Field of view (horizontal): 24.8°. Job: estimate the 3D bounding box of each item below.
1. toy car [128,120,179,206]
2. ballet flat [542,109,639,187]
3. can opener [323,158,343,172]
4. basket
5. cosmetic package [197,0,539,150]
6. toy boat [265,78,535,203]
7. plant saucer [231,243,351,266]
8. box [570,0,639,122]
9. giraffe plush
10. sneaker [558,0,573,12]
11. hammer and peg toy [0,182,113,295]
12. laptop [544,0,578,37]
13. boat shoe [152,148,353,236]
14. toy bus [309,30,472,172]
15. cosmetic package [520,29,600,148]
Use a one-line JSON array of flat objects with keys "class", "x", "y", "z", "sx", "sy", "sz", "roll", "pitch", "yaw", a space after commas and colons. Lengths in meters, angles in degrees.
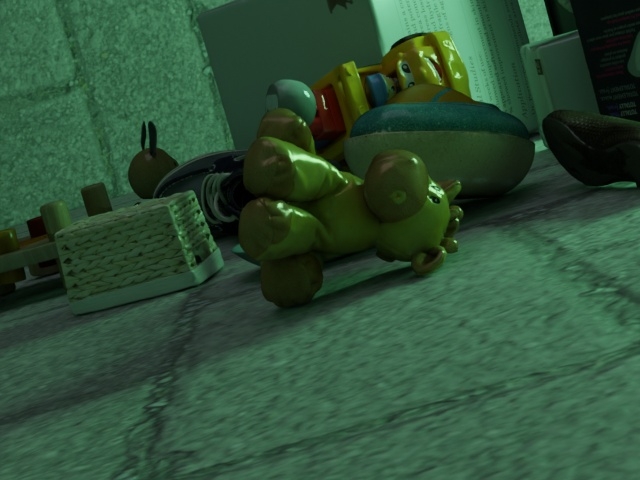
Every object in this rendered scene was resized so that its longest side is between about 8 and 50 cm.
[{"class": "toy car", "x": -0.244, "y": -0.101, "z": 2.311, "sx": 0.149, "sy": 0.188, "sz": 0.155, "roll": -18, "pitch": 8, "yaw": -16}, {"class": "ballet flat", "x": 0.301, "y": -0.099, "z": 1.487, "sx": 0.058, "sy": 0.084, "sz": 0.250, "roll": -33, "pitch": 16, "yaw": -11}, {"class": "can opener", "x": 0.072, "y": -0.074, "z": 1.832, "sx": 0.280, "sy": 0.093, "sz": 0.074, "roll": -13, "pitch": 5, "yaw": -11}, {"class": "basket", "x": -0.216, "y": 0.012, "z": 1.717, "sx": 0.167, "sy": 0.103, "sz": 0.113, "roll": -13, "pitch": 9, "yaw": 16}, {"class": "cosmetic package", "x": 0.090, "y": -0.261, "z": 2.237, "sx": 0.327, "sy": 0.329, "sz": 0.394, "roll": -10, "pitch": 9, "yaw": 40}, {"class": "toy boat", "x": 0.073, "y": -0.120, "z": 1.660, "sx": 0.318, "sy": 0.148, "sz": 0.267, "roll": -2, "pitch": -1, "yaw": 28}, {"class": "plant saucer", "x": 0.000, "y": 0.000, "z": 1.597, "sx": 0.195, "sy": 0.037, "sz": 0.195, "roll": -17, "pitch": 7, "yaw": 2}, {"class": "box", "x": 0.403, "y": -0.251, "z": 1.684, "sx": 0.143, "sy": 0.270, "sz": 0.165, "roll": -20, "pitch": 8, "yaw": -27}, {"class": "giraffe plush", "x": 0.039, "y": -0.023, "z": 1.343, "sx": 0.170, "sy": 0.181, "sz": 0.210, "roll": -3, "pitch": -24, "yaw": 19}, {"class": "sneaker", "x": 0.371, "y": -0.328, "z": 1.849, "sx": 0.235, "sy": 0.094, "sz": 0.153, "roll": -21, "pitch": 10, "yaw": -22}, {"class": "hammer and peg toy", "x": -0.403, "y": 0.001, "z": 2.123, "sx": 0.266, "sy": 0.127, "sz": 0.361, "roll": -15, "pitch": 7, "yaw": 12}, {"class": "laptop", "x": 0.424, "y": -0.400, "z": 2.354, "sx": 0.408, "sy": 0.382, "sz": 0.236, "roll": -21, "pitch": 8, "yaw": -36}, {"class": "boat shoe", "x": -0.123, "y": -0.070, "z": 2.030, "sx": 0.340, "sy": 0.127, "sz": 0.158, "roll": -12, "pitch": 1, "yaw": 28}, {"class": "toy bus", "x": 0.055, "y": -0.172, "z": 1.875, "sx": 0.211, "sy": 0.149, "sz": 0.220, "roll": -3, "pitch": -20, "yaw": -37}, {"class": "cosmetic package", "x": 0.471, "y": -0.236, "z": 1.914, "sx": 0.385, "sy": 0.156, "sz": 0.217, "roll": -17, "pitch": 7, "yaw": 6}]
